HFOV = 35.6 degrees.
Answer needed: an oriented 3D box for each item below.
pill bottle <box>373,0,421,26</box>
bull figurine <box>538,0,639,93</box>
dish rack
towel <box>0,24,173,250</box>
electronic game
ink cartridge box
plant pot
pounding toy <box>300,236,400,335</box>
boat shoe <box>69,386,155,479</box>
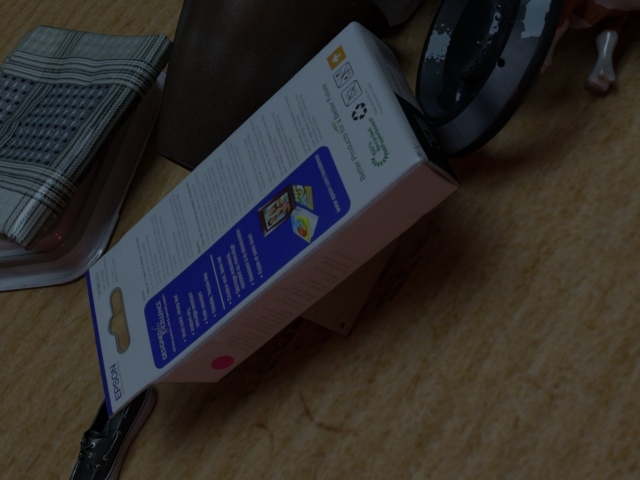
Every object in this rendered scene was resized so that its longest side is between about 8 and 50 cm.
[{"bbox_3d":[0.020,-0.311,1.140,0.193,0.108,0.108,24,73,44],"label":"pill bottle"},{"bbox_3d":[0.273,-0.229,0.864,0.310,0.101,0.189,7,81,63],"label":"bull figurine"},{"bbox_3d":[-0.355,-0.095,1.270,0.285,0.072,0.333,-7,52,33],"label":"dish rack"},{"bbox_3d":[-0.360,-0.149,1.224,0.324,0.056,0.312,15,66,43],"label":"towel"},{"bbox_3d":[0.153,-0.186,0.918,0.229,0.048,0.229,-162,90,-71],"label":"electronic game"},{"bbox_3d":[-0.061,-0.007,0.870,0.371,0.069,0.176,-38,48,21],"label":"ink cartridge box"},{"bbox_3d":[-0.075,-0.171,1.048,0.215,0.215,0.231,24,87,45],"label":"plant pot"},{"bbox_3d":[0.000,0.000,0.930,0.141,0.100,0.130,29,90,48],"label":"pounding toy"},{"bbox_3d":[-0.209,0.193,0.953,0.049,0.040,0.142,7,61,39],"label":"boat shoe"}]
